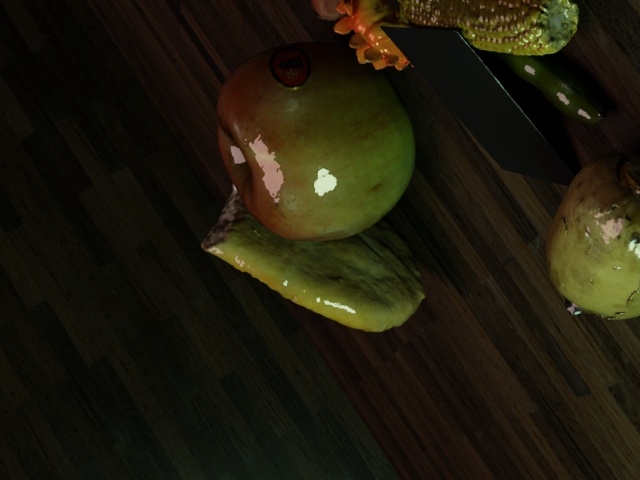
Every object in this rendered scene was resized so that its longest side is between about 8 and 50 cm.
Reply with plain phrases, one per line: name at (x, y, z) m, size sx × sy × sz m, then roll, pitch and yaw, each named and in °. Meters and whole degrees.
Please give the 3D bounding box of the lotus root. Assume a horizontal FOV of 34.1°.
lotus root at (0.354, 0.005, 1.251) m, size 0.284 × 0.146 × 0.160 m, roll 97°, pitch 159°, yaw -56°

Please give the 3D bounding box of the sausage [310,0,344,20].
sausage at (0.016, -0.407, 1.646) m, size 0.076 × 0.076 × 0.141 m, roll 52°, pitch 161°, yaw 22°

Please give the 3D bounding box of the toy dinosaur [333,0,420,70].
toy dinosaur at (0.084, -0.312, 1.529) m, size 0.288 × 0.117 × 0.070 m, roll 58°, pitch 164°, yaw 12°

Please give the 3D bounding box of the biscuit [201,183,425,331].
biscuit at (0.001, -0.001, 1.942) m, size 0.446 × 0.104 × 0.429 m, roll 32°, pitch -155°, yaw -1°

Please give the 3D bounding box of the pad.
pad at (0.217, -0.179, 1.393) m, size 0.300 × 0.005 × 0.202 m, roll 44°, pitch 172°, yaw -26°

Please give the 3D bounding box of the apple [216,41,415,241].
apple at (-0.003, -0.172, 1.746) m, size 0.338 × 0.305 × 0.338 m, roll 159°, pitch 90°, yaw -77°

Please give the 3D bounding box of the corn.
corn at (0.193, -0.285, 1.280) m, size 0.310 × 0.101 × 0.101 m, roll 38°, pitch 154°, yaw 51°

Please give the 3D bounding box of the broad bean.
broad bean at (0.263, -0.214, 1.289) m, size 0.254 × 0.046 × 0.065 m, roll 47°, pitch 176°, yaw 41°
